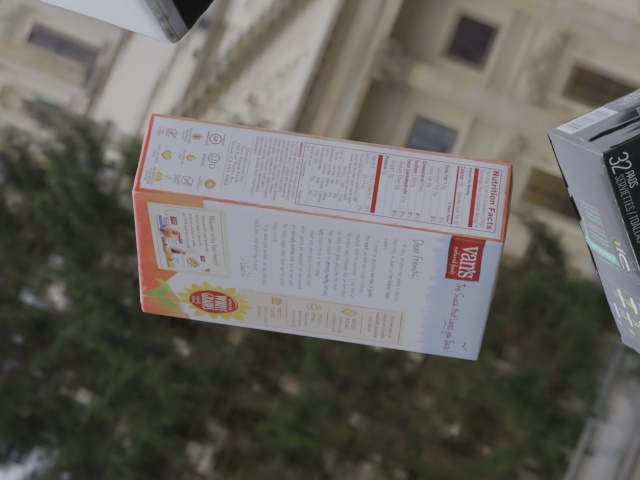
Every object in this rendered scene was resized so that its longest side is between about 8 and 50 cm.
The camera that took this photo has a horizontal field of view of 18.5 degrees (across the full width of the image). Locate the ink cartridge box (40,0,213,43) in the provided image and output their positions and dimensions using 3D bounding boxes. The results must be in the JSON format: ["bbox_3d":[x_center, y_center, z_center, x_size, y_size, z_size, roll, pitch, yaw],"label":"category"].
[{"bbox_3d":[-0.205,-0.190,0.715,0.069,0.371,0.176,-57,-34,-23],"label":"ink cartridge box"}]

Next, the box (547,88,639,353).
[{"bbox_3d":[0.122,-0.007,0.647,0.052,0.062,0.083,-138,25,-72],"label":"box"}]

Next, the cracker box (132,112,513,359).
[{"bbox_3d":[0.000,0.000,1.271,0.155,0.232,0.067,95,-176,-59],"label":"cracker box"}]

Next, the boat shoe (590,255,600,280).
[{"bbox_3d":[0.233,0.070,1.162,0.073,0.207,0.073,-16,20,47],"label":"boat shoe"}]
